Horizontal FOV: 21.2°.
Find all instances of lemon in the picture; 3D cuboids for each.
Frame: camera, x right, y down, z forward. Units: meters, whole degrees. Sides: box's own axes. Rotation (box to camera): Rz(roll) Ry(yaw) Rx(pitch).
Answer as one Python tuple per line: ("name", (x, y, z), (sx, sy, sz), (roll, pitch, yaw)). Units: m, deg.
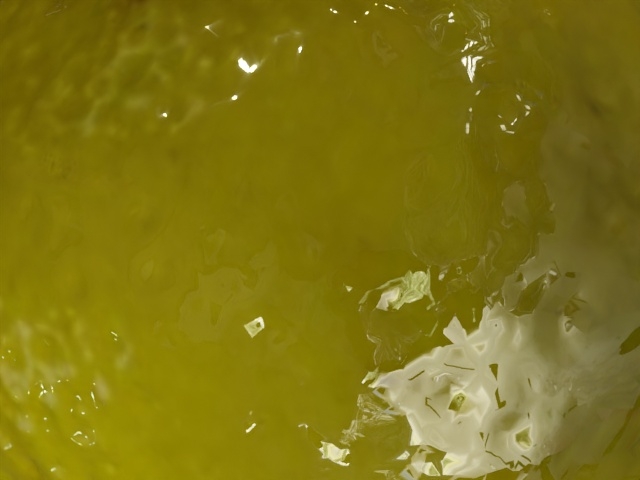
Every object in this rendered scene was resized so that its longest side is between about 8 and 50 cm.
("lemon", (-0.002, 0.000, 0.647), (0.336, 0.336, 0.336), (-34, 49, 50))
